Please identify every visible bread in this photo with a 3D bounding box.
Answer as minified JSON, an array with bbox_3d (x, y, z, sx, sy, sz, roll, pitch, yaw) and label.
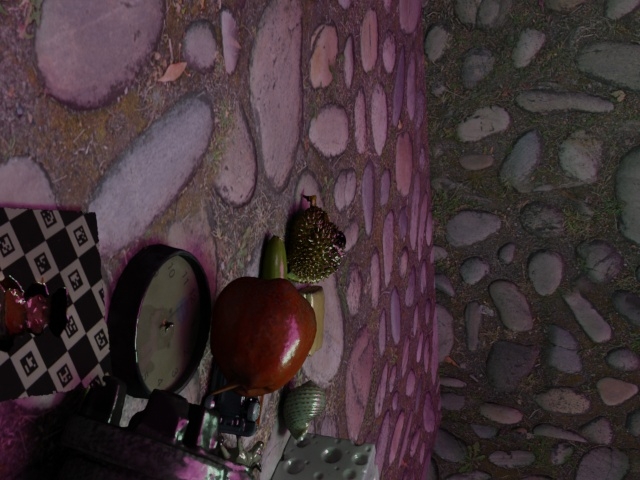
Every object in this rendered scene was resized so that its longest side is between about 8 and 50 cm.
[{"bbox_3d":[-0.028,0.217,2.129,0.139,0.060,0.178,-22,115,-68],"label":"bread"}]

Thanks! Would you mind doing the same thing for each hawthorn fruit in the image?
[{"bbox_3d":[-0.126,0.201,1.518,0.210,0.210,0.262,70,38,-50],"label":"hawthorn fruit"}]

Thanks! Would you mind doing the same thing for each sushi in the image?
[{"bbox_3d":[-0.399,0.085,1.065,0.290,0.050,0.264,5,76,-68],"label":"sushi"}]

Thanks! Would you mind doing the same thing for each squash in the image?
[{"bbox_3d":[-0.109,0.088,1.867,0.066,0.066,0.201,19,74,-70],"label":"squash"}]

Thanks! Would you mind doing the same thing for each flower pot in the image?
[{"bbox_3d":[-0.253,0.366,1.178,0.299,0.299,0.283,56,47,-61],"label":"flower pot"}]

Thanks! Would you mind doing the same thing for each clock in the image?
[{"bbox_3d":[-0.280,0.147,1.407,0.280,0.055,0.280,5,90,-70],"label":"clock"}]

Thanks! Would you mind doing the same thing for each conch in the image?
[{"bbox_3d":[-0.050,0.444,2.067,0.153,0.102,0.135,-55,168,-16],"label":"conch"}]

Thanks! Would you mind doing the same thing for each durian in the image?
[{"bbox_3d":[0.000,0.000,2.041,0.193,0.138,0.237,17,78,-70],"label":"durian"}]

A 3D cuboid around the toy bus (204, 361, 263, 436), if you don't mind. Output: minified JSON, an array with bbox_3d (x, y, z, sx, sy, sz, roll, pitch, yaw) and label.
[{"bbox_3d":[-0.167,0.280,1.683,0.120,0.121,0.265,55,42,-74],"label":"toy bus"}]

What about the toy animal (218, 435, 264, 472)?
[{"bbox_3d":[-0.180,0.509,1.720,0.217,0.073,0.176,-86,162,-53],"label":"toy animal"}]

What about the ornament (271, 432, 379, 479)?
[{"bbox_3d":[0.014,0.691,2.096,0.240,0.239,0.240,-63,151,-49],"label":"ornament"}]
